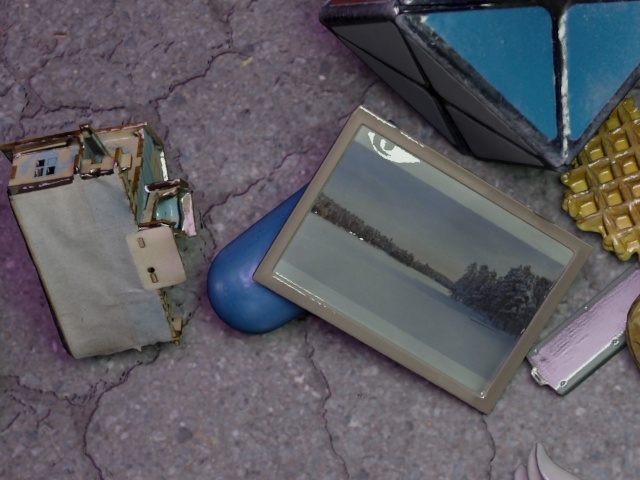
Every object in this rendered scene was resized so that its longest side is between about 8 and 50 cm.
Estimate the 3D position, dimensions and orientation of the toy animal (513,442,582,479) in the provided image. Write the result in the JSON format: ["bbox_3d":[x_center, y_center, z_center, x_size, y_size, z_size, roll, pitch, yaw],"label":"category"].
[{"bbox_3d":[0.280,0.302,1.820,0.221,0.104,0.131,21,78,15],"label":"toy animal"}]

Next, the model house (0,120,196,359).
[{"bbox_3d":[-0.226,-0.035,1.969,0.178,0.271,0.206,-13,36,7],"label":"model house"}]

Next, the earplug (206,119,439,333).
[{"bbox_3d":[0.000,0.000,1.951,0.273,0.132,0.132,-34,71,1],"label":"earplug"}]

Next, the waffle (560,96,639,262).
[{"bbox_3d":[0.341,-0.057,1.937,0.192,0.046,0.160,32,77,28],"label":"waffle"}]

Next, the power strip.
[{"bbox_3d":[0.323,0.069,1.925,0.252,0.027,0.060,-39,70,-4],"label":"power strip"}]

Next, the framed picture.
[{"bbox_3d":[0.106,0.022,1.889,0.289,0.016,0.213,31,99,-7],"label":"framed picture"}]

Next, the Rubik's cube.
[{"bbox_3d":[0.196,-0.244,1.879,0.260,0.255,0.259,40,84,-19],"label":"Rubik's cube"}]

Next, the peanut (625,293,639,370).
[{"bbox_3d":[0.360,0.065,1.857,0.093,0.083,0.194,6,113,11],"label":"peanut"}]
